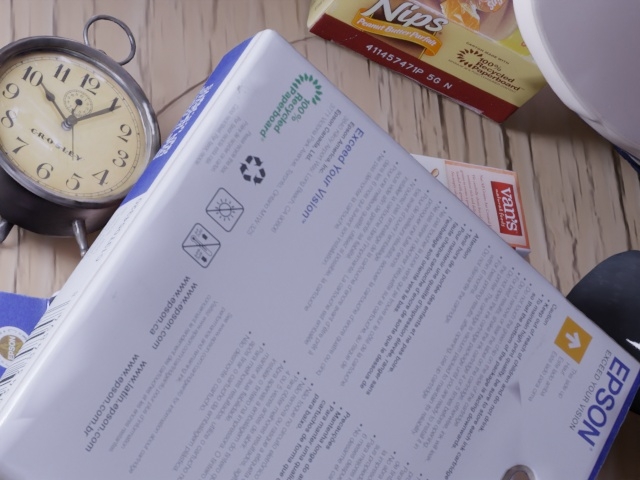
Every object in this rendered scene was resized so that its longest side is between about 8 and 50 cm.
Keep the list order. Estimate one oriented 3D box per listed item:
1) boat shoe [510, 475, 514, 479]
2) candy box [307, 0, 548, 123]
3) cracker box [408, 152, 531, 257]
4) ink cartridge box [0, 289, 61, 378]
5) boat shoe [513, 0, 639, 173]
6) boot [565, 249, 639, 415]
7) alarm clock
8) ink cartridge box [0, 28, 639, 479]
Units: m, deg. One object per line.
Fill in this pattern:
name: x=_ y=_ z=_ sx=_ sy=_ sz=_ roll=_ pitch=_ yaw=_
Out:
boat shoe: x=0.063 y=0.180 z=1.266 sx=0.102 sy=0.108 sz=0.301 roll=22 pitch=59 yaw=-15
candy box: x=0.108 y=-0.268 z=1.572 sx=0.183 sy=0.087 sz=0.316 roll=25 pitch=52 yaw=-20
cracker box: x=0.000 y=0.000 z=1.300 sx=0.232 sy=0.156 sz=0.067 roll=7 pitch=60 yaw=-29
ink cartridge box: x=-0.108 y=0.136 z=1.222 sx=0.224 sy=0.045 sz=0.223 roll=12 pitch=58 yaw=-27
boat shoe: x=0.237 y=-0.119 z=1.492 sx=0.340 sy=0.158 sz=0.127 roll=39 pitch=83 yaw=-29
boot: x=0.330 y=0.142 z=1.295 sx=0.445 sy=0.146 sz=0.367 roll=34 pitch=28 yaw=33
alarm clock: x=-0.168 y=-0.080 z=1.298 sx=0.129 sy=0.064 sz=0.192 roll=33 pitch=52 yaw=-12
ink cartridge box: x=0.000 y=0.101 z=1.133 sx=0.330 sy=0.071 sz=0.324 roll=42 pitch=58 yaw=-16
